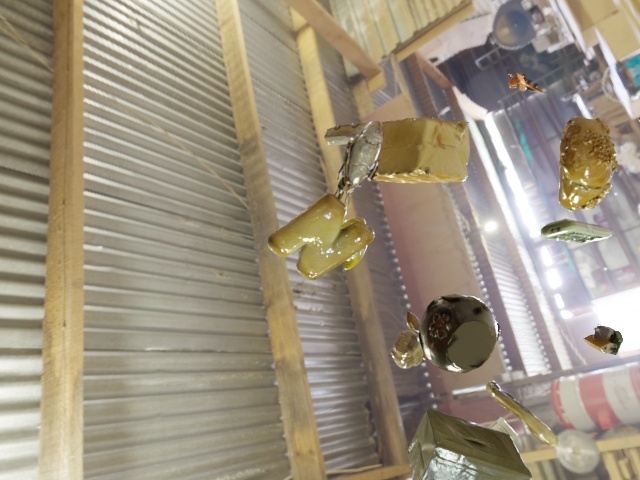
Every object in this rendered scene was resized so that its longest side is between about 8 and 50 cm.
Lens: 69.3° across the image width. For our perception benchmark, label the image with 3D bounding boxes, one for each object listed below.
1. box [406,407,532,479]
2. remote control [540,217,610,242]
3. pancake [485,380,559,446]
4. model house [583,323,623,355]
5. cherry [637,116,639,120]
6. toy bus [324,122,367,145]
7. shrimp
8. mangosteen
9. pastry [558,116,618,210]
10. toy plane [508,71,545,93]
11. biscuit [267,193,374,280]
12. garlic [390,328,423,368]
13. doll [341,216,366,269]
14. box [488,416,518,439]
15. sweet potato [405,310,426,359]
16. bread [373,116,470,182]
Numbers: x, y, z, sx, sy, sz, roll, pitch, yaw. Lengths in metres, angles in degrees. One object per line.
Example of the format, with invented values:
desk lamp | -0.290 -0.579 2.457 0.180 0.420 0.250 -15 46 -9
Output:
box | 0.349 0.537 1.119 0.231 0.155 0.149 17 -165 -1
remote control | 0.974 -0.037 1.767 0.335 0.128 0.066 5 -109 -37
pancake | 0.631 0.543 1.463 0.282 0.049 0.282 42 177 3
model house | 1.112 0.386 1.819 0.100 0.101 0.088 13 -169 -19
cherry | 1.243 -0.409 1.599 0.148 0.188 0.115 10 -113 -18
toy bus | 0.099 -0.400 1.747 0.057 0.172 0.072 55 -132 -44
shrimp | 0.128 -0.268 1.653 0.116 0.343 0.145 16 -158 -27
mangosteen | 0.482 0.323 1.572 0.288 0.287 0.233 57 177 -10
pastry | 0.862 -0.244 1.490 0.255 0.161 0.311 -55 -43 -35
toy plane | 0.950 -0.718 2.124 0.188 0.062 0.135 28 178 35
biscuit | 0.000 0.000 1.483 0.237 0.290 0.062 43 -154 -29
garlic | 0.319 0.397 1.711 0.159 0.102 0.147 39 -102 -49
doll | 0.123 0.011 2.004 0.252 0.111 0.237 -56 -33 -11
box | 0.677 0.772 1.803 0.084 0.154 0.040 47 -177 1
sweet potato | 0.423 0.407 2.006 0.065 0.051 0.218 -6 -120 -22
bread | 0.434 -0.400 2.096 0.390 0.371 0.279 -4 -85 -38
